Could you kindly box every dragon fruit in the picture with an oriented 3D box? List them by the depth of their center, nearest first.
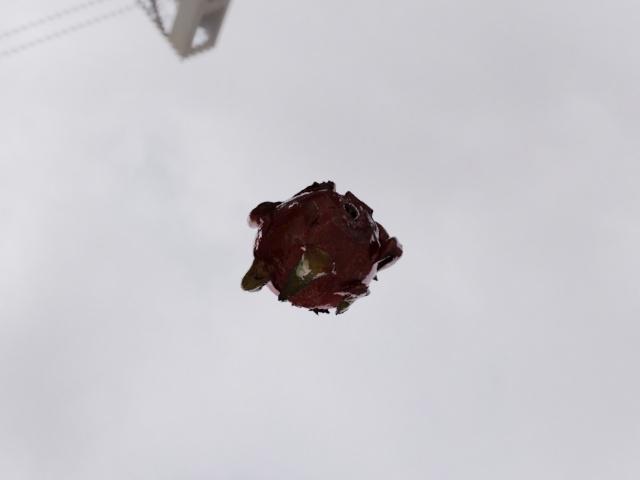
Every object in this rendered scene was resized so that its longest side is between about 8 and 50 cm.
[{"bbox_3d":[0.003,-0.002,1.225,0.126,0.068,0.112,10,-126,-19],"label":"dragon fruit"}]
